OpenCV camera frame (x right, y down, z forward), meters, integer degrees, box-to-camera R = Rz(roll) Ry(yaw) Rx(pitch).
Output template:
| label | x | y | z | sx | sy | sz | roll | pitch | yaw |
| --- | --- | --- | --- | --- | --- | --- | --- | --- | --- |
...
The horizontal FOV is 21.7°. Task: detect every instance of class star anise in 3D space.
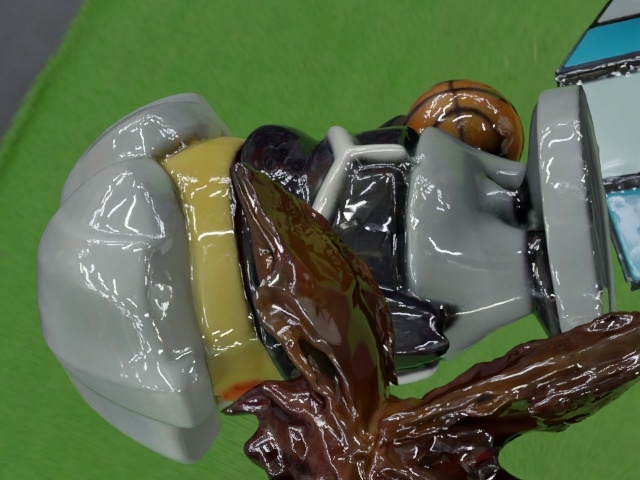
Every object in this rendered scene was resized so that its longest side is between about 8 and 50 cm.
| label | x | y | z | sx | sy | sz | roll | pitch | yaw |
| --- | --- | --- | --- | --- | --- | --- | --- | --- | --- |
| star anise | 0.034 | 0.055 | 0.497 | 0.141 | 0.144 | 0.158 | 26 | 102 | 18 |

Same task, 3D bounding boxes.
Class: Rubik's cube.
| label | x | y | z | sx | sy | sz | roll | pitch | yaw |
| --- | --- | --- | --- | --- | --- | --- | --- | --- | --- |
| Rubik's cube | 0.290 | -0.090 | 1.184 | 0.167 | 0.180 | 0.183 | -12 | 115 | 32 |

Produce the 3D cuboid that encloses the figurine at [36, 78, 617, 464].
| label | x | y | z | sx | sy | sz | roll | pitch | yaw |
| --- | --- | --- | --- | --- | --- | --- | --- | --- | --- |
| figurine | 0.000 | 0.000 | 0.699 | 0.236 | 0.176 | 0.133 | -8 | 122 | 12 |
